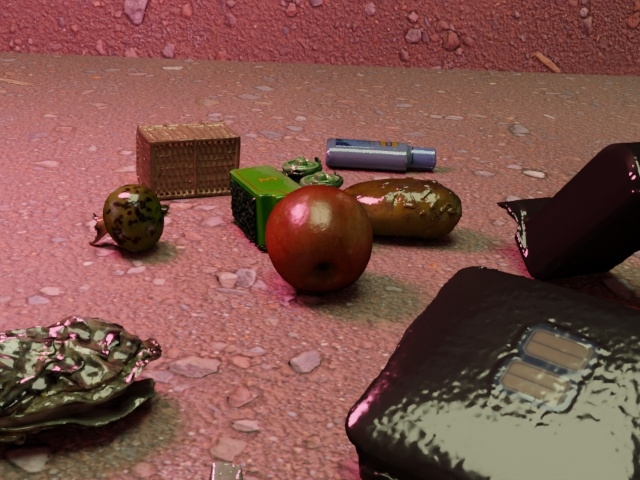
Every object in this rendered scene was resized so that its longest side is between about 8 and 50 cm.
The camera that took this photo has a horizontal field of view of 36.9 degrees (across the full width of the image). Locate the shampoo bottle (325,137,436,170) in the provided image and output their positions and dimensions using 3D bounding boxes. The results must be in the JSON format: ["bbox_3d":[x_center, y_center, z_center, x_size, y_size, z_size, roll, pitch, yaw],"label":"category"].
[{"bbox_3d":[0.142,-0.200,2.250,0.258,0.061,0.104,4,22,1],"label":"shampoo bottle"}]

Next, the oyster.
[{"bbox_3d":[-0.354,0.165,1.148,0.351,0.158,0.162,5,-18,-33],"label":"oyster"}]

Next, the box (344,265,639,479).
[{"bbox_3d":[0.249,0.192,1.118,0.359,0.091,0.350,16,45,27],"label":"box"}]

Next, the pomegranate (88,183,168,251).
[{"bbox_3d":[-0.348,-0.035,1.698,0.161,0.122,0.122,-17,17,14],"label":"pomegranate"}]

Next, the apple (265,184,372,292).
[{"bbox_3d":[0.000,0.000,1.572,0.181,0.181,0.168,-1,44,-12],"label":"apple"}]

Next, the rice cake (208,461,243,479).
[{"bbox_3d":[-0.095,0.305,0.940,0.042,0.045,0.245,3,21,-7],"label":"rice cake"}]

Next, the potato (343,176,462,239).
[{"bbox_3d":[0.146,-0.065,1.832,0.251,0.113,0.149,10,26,13],"label":"potato"}]

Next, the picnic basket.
[{"bbox_3d":[-0.283,-0.175,2.028,0.196,0.134,0.154,-7,22,-22],"label":"picnic basket"}]

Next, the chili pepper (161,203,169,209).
[{"bbox_3d":[-0.324,-0.054,1.865,0.027,0.022,0.083,46,34,12],"label":"chili pepper"}]

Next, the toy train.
[{"bbox_3d":[-0.063,-0.072,1.806,0.188,0.132,0.243,-11,23,-21],"label":"toy train"}]

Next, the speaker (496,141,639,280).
[{"bbox_3d":[0.467,-0.072,1.612,0.180,0.388,0.184,-6,68,-23],"label":"speaker"}]
